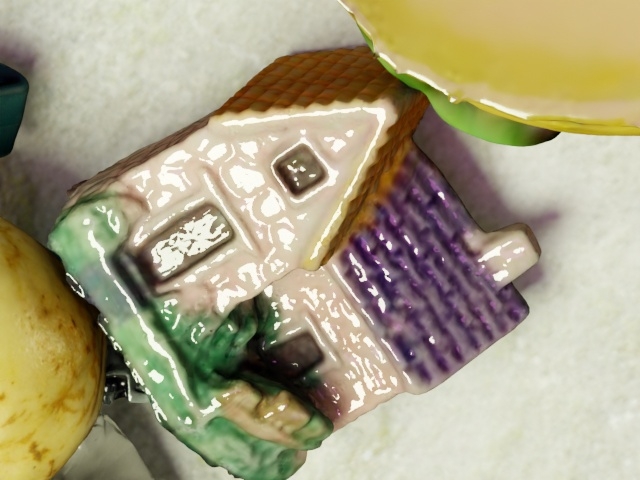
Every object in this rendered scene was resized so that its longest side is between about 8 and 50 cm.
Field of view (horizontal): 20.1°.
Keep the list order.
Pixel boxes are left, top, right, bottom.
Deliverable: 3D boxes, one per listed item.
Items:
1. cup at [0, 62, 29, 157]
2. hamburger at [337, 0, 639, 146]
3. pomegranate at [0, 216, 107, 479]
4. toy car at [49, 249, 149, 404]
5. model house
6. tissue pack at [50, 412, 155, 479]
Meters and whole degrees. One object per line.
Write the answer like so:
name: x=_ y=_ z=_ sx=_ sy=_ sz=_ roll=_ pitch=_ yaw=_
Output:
cup: x=-0.386 y=-0.112 z=1.191 sx=0.242 sy=0.292 sz=0.308 roll=-41 pitch=87 yaw=19
hamburger: x=0.160 y=-0.237 z=1.017 sx=0.395 sy=0.277 sz=0.396 roll=1 pitch=95 yaw=13
pomegranate: x=-0.243 y=0.085 z=1.121 sx=0.215 sy=0.215 sz=0.215 roll=3 pitch=102 yaw=15
toy car: x=-0.181 y=0.056 z=1.269 sx=0.191 sy=0.100 sz=0.097 roll=1 pitch=101 yaw=16
model house: x=0.000 y=0.000 z=1.154 sx=0.237 sy=0.202 sz=0.237 roll=-33 pitch=92 yaw=20
tissue pack: x=-0.164 y=0.294 z=1.245 sx=0.238 sy=0.238 sz=0.305 roll=-18 pitch=115 yaw=18
